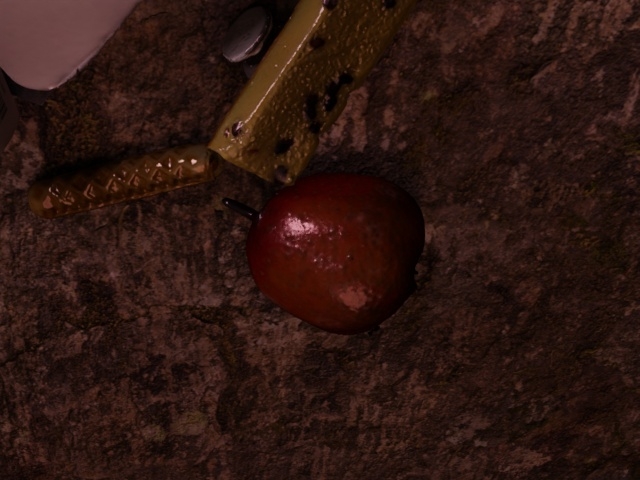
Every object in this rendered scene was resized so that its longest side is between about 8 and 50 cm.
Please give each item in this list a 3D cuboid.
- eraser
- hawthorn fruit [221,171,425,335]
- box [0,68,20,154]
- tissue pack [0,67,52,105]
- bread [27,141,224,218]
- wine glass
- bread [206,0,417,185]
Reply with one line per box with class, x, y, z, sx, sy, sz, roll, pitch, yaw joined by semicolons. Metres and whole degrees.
eraser;-0.355;-0.380;1.700;0.331;0.150;0.331;2;144;1
hawthorn fruit;0.000;0.000;2.142;0.368;0.285;0.285;23;143;6
box;-0.629;-0.235;1.872;0.299;0.106;0.200;9;145;12
tissue pack;-0.478;-0.276;1.915;0.156;0.051;0.112;20;143;-26
bread;-0.337;-0.102;2.132;0.367;0.084;0.077;-11;103;16
wine glass;-0.050;-0.263;1.887;0.111;0.111;0.204;-28;137;32
bread;-0.009;-0.246;1.798;0.138;0.077;0.361;26;103;-36
